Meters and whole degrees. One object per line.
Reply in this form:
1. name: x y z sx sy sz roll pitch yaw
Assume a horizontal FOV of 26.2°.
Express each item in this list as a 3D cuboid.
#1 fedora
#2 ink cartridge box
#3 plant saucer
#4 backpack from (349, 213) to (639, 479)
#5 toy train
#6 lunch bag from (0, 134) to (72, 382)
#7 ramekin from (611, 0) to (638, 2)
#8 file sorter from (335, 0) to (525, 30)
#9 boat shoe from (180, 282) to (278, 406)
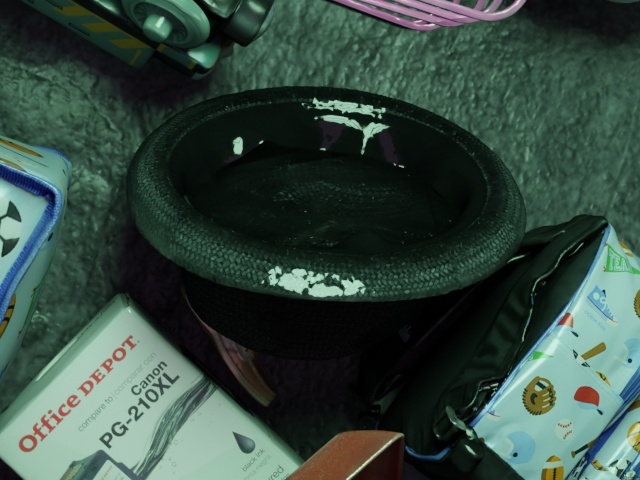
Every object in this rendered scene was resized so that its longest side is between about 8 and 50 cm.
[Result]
1. fedora: 0.000 0.000 1.171 0.334 0.334 0.153 3 128 -9
2. ink cartridge box: -0.147 0.188 1.208 0.237 0.100 0.172 45 87 -10
3. plant saucer: -0.040 0.277 1.158 0.259 0.258 0.047 -39 66 -19
4. backpack: 0.192 0.113 1.184 0.213 0.276 0.263 36 82 -15
5. toy train: -0.198 -0.247 1.122 0.334 0.190 0.142 28 70 -13
6. lunch bag: -0.361 0.083 1.052 0.238 0.328 0.386 22 94 -9
7. ramekin: 0.267 -0.304 1.186 0.109 0.207 0.207 24 91 -19
8. file sorter: 0.062 -0.279 1.110 0.202 0.290 0.182 18 95 -10
9. boat shoe: -0.074 0.087 1.237 0.045 0.050 0.135 -33 99 1
